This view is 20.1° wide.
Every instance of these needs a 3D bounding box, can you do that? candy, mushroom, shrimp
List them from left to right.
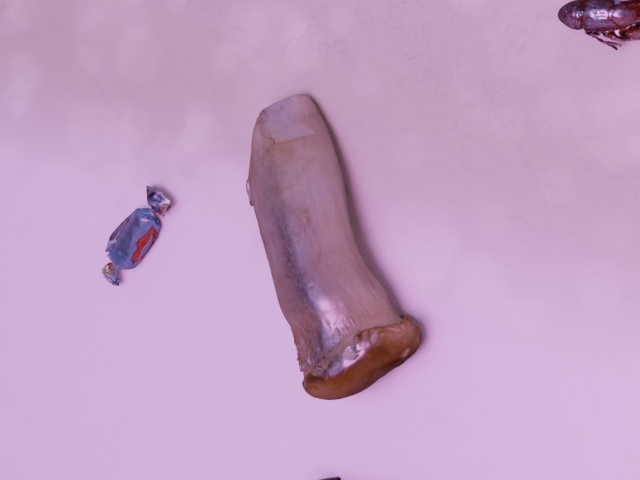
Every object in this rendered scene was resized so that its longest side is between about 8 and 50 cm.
[{"bbox_3d":[-0.136,-0.005,1.307,0.030,0.020,0.083,48,116,23],"label":"candy"},{"bbox_3d":[0.000,0.000,1.197,0.084,0.071,0.209,-26,74,25],"label":"mushroom"},{"bbox_3d":[0.190,-0.136,1.092,0.092,0.029,0.038,-14,83,28],"label":"shrimp"}]

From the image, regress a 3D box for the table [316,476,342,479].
[{"bbox_3d":[0.026,0.204,1.183,0.083,0.062,0.079,8,96,32],"label":"table"}]
